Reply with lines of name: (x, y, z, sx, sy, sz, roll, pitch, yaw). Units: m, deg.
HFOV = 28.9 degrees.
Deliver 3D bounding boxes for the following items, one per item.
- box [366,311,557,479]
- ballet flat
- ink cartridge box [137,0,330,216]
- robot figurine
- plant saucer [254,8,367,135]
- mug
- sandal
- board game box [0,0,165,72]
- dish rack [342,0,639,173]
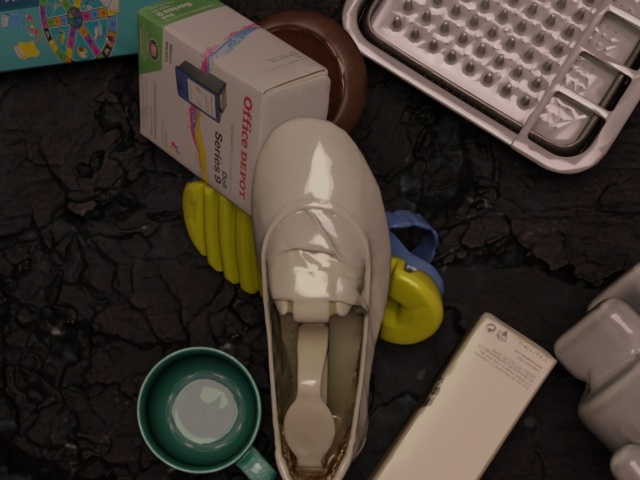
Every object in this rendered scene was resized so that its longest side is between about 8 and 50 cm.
box: (0.130, 0.215, 1.305, 0.094, 0.113, 0.275, 35, 81, 5)
ballet flat: (-0.001, 0.082, 1.217, 0.139, 0.139, 0.400, -1, 116, -1)
ink cartridge box: (-0.095, -0.143, 1.286, 0.093, 0.154, 0.212, -26, 47, -35)
robot figurine: (0.407, 0.188, 1.266, 0.353, 0.200, 0.300, 45, 58, 5)
plant saucer: (-0.033, -0.172, 1.373, 0.169, 0.029, 0.168, 2, 96, 18)
mug: (-0.122, 0.193, 1.310, 0.130, 0.097, 0.157, -11, 82, -3)
sandal: (0.000, 0.000, 1.347, 0.317, 0.126, 0.138, 24, 44, 10)
board game box: (-0.288, -0.318, 1.326, 0.336, 0.079, 0.253, -8, 124, -2)
dish rack: (0.220, -0.255, 1.400, 0.333, 0.072, 0.285, 32, 83, 4)
